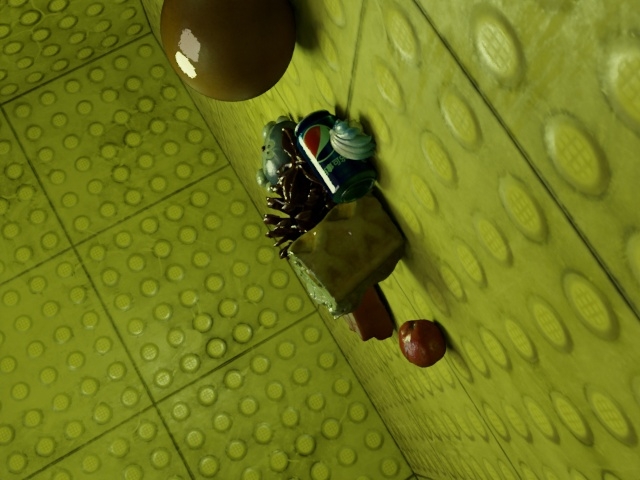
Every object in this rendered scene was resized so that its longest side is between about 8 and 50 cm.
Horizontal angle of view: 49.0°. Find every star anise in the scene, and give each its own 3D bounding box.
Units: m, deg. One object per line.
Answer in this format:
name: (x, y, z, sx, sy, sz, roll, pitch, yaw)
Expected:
star anise: (-0.031, -0.177, 1.701, 0.126, 0.190, 0.220, 40, -120, -63)

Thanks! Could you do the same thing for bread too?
bread: (0.099, 0.162, 2.249, 0.295, 0.114, 0.327, 65, 171, -28)
bread: (0.068, 0.030, 1.649, 0.238, 0.252, 0.196, 57, 167, -7)

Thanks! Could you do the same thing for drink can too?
drink can: (0.031, -0.187, 1.560, 0.205, 0.118, 0.118, 57, 170, 22)

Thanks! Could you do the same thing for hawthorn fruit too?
hawthorn fruit: (0.248, 0.249, 1.732, 0.128, 0.128, 0.128, 58, 170, 16)

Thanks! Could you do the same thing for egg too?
egg: (-0.192, -0.437, 1.484, 0.282, 0.283, 0.351, 60, 172, 4)

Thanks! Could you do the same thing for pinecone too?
pinecone: (-0.030, -0.077, 1.848, 0.264, 0.264, 0.264, 58, 170, 16)

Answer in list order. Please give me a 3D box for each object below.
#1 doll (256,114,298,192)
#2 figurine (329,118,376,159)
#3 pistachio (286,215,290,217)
doll: (-0.109, -0.243, 1.988, 0.258, 0.154, 0.228, -90, 11, -87)
figurine: (0.071, -0.208, 1.459, 0.114, 0.079, 0.114, 22, 165, 6)
pistachio: (0.000, 0.000, 2.077, 0.197, 0.166, 0.288, -48, 65, 37)
